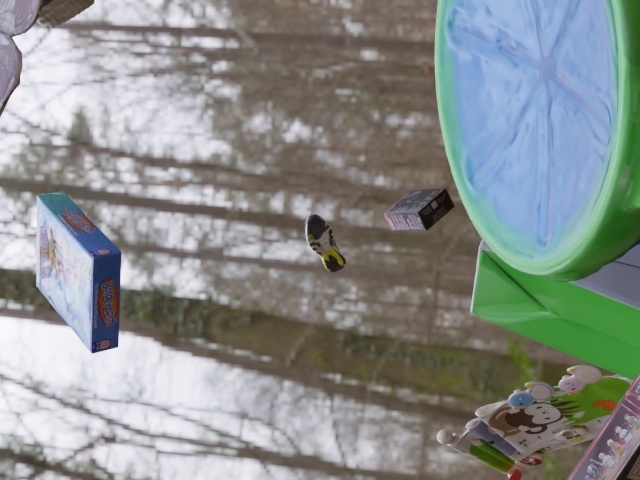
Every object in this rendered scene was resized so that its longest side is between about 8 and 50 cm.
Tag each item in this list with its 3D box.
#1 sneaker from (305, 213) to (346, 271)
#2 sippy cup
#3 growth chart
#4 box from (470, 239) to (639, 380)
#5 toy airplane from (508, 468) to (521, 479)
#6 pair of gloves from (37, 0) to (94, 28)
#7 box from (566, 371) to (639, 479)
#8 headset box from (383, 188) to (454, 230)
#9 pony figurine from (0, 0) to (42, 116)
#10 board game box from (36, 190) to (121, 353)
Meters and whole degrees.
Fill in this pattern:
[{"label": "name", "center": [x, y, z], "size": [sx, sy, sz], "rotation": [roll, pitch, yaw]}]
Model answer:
[{"label": "sneaker", "center": [0.000, 0.000, 1.434], "size": [0.035, 0.031, 0.083], "rotation": [56, 173, 50]}, {"label": "sippy cup", "center": [0.213, -0.104, 0.747], "size": [0.240, 0.224, 0.305], "rotation": [114, 146, -58]}, {"label": "growth chart", "center": [0.231, 0.174, 1.238], "size": [0.172, 0.237, 0.021], "rotation": [27, -131, -39]}, {"label": "box", "center": [0.277, -0.012, 0.958], "size": [0.231, 0.262, 0.126], "rotation": [-61, -15, -22]}, {"label": "toy airplane", "center": [0.203, 0.301, 1.334], "size": [0.151, 0.028, 0.151], "rotation": [-26, -55, -44]}, {"label": "pair of gloves", "center": [-0.252, -0.324, 1.434], "size": [0.042, 0.240, 0.204], "rotation": [57, -173, 3]}, {"label": "box", "center": [0.174, 0.141, 0.714], "size": [0.094, 0.027, 0.137], "rotation": [26, -82, -44]}, {"label": "headset box", "center": [0.133, -0.042, 1.772], "size": [0.062, 0.083, 0.032], "rotation": [-40, -69, -30]}, {"label": "pony figurine", "center": [-0.314, -0.036, 0.500], "size": [0.302, 0.351, 0.363], "rotation": [-60, 0, -18]}, {"label": "board game box", "center": [-0.356, 0.044, 1.874], "size": [0.047, 0.210, 0.160], "rotation": [-12, -57, -31]}]
